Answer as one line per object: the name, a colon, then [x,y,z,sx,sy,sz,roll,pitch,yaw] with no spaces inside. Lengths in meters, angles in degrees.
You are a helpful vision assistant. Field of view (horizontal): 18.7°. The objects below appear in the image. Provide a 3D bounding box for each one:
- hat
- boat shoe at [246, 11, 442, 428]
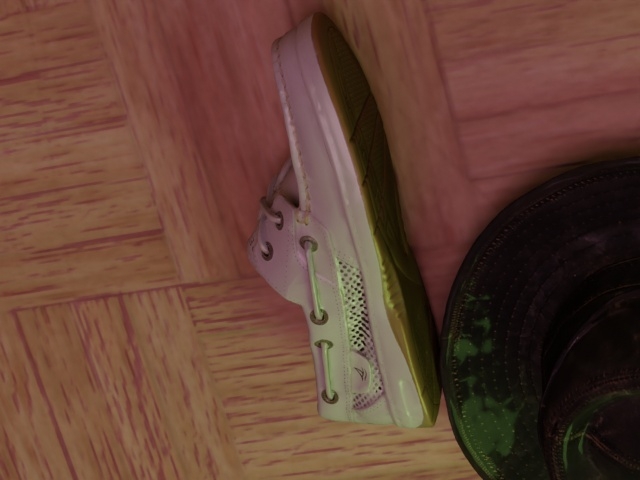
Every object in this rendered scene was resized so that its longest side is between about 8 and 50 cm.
hat: [0.231,0.105,1.141,0.331,0.134,0.331,3,119,5]
boat shoe: [0.000,0.000,1.162,0.096,0.098,0.277,-8,117,14]
